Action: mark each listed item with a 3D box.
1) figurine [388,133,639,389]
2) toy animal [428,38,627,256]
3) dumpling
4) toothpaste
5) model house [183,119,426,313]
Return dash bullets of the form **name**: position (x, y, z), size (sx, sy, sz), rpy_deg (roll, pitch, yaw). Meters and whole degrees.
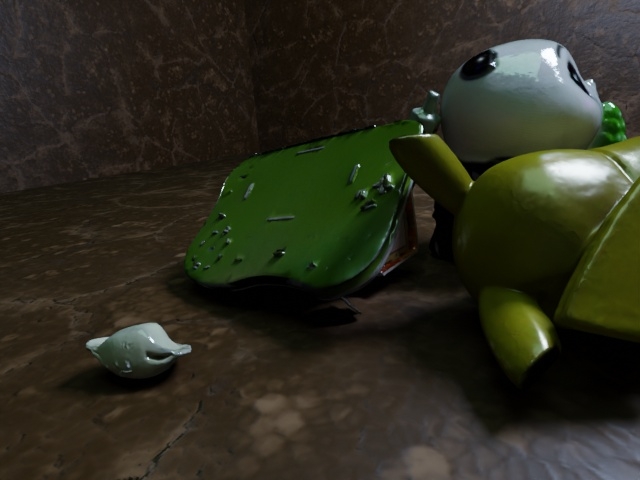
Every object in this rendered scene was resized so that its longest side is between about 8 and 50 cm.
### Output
- **figurine**: position (0.238, 0.000, 0.345), size (0.327, 0.169, 0.218), rpy_deg (-10, 58, 4)
- **toy animal**: position (0.254, -0.104, 0.527), size (0.213, 0.266, 0.212), rpy_deg (1, 14, 0)
- **dumpling**: position (-0.143, 0.089, 0.348), size (0.077, 0.043, 0.059), rpy_deg (-19, -2, 4)
- **toothpaste**: position (0.110, -0.082, 0.563), size (0.038, 0.233, 0.060), rpy_deg (37, 39, 28)
- **model house**: position (-0.001, -0.001, 0.514), size (0.294, 0.154, 0.206), rpy_deg (-2, 57, 39)
